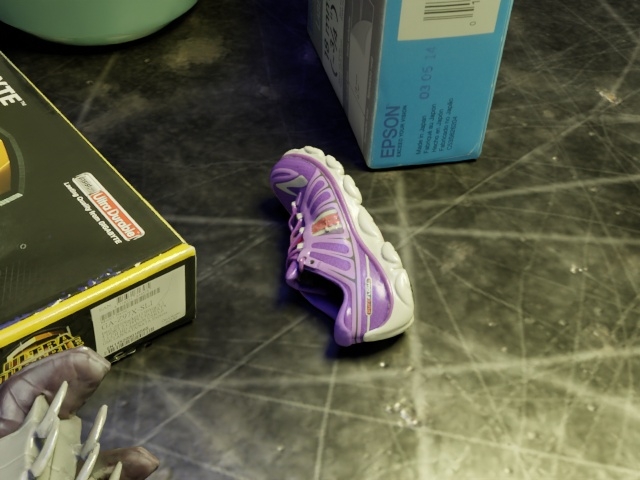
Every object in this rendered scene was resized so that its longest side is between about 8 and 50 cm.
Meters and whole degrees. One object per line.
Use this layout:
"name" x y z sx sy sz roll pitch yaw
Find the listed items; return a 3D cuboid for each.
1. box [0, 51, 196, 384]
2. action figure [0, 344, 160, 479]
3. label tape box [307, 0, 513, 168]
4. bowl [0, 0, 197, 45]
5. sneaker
"box" -0.276 -0.011 0.557 0.257 0.079 0.322 -28 54 -28
"action figure" -0.123 0.184 0.314 0.099 0.185 0.285 -21 38 15
"label tape box" 0.052 -0.258 0.731 0.106 0.240 0.333 -8 45 -11
"bowl" -0.221 -0.297 0.796 0.312 0.163 0.311 4 44 -3
"sneaker" 0.000 0.000 0.584 0.071 0.068 0.170 -19 50 -16
